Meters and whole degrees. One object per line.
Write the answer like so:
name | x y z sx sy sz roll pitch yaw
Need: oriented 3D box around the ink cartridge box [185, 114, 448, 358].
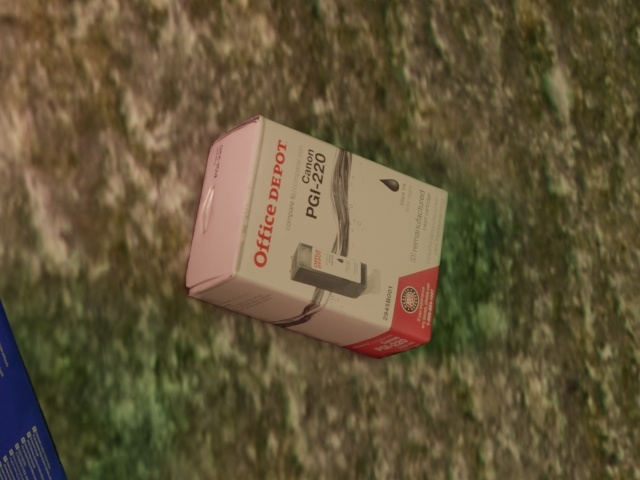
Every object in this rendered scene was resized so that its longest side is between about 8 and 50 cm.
ink cartridge box | 0.000 0.000 1.425 0.217 0.092 0.159 19 67 -27

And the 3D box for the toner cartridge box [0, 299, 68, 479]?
toner cartridge box | -0.273 0.157 1.084 0.165 0.075 0.348 -48 145 -35
